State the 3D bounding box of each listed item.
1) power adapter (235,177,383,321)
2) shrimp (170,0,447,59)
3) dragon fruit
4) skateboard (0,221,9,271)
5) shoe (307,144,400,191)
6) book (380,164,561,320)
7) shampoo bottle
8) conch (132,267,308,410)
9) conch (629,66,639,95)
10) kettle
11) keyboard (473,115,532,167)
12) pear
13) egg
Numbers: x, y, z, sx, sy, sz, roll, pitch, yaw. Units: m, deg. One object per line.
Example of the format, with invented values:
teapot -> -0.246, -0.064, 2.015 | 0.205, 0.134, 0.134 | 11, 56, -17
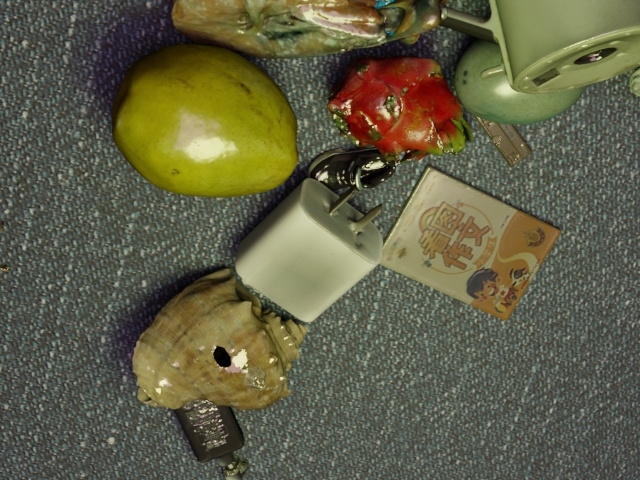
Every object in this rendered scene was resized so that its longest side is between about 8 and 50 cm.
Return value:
power adapter -> 0.000, 0.000, 1.767 | 0.187, 0.124, 0.255 | 35, 121, -19
shrimp -> -0.025, -0.358, 1.578 | 0.445, 0.221, 0.110 | 0, 75, 16
dragon fruit -> 0.134, -0.205, 1.720 | 0.200, 0.198, 0.269 | -32, 133, 6
skateboard -> -0.563, 0.013, 1.793 | 0.064, 0.032, 0.083 | 27, 108, -26
shoe -> 0.061, -0.118, 1.778 | 0.169, 0.099, 0.071 | -15, 115, 0
book -> 0.275, 0.009, 1.897 | 0.295, 0.020, 0.208 | 24, 107, -15
shampoo bottle -> -0.217, 0.334, 1.933 | 0.098, 0.071, 0.309 | -21, 112, -2
conch -> -0.166, 0.186, 1.795 | 0.324, 0.186, 0.263 | -20, 89, -40
conch -> 0.633, -0.326, 1.676 | 0.197, 0.368, 0.249 | 26, 136, 6
kettle -> 0.319, -0.425, 1.548 | 0.361, 0.250, 0.377 | -18, 80, 25
keyboard -> 0.327, -0.193, 1.828 | 0.049, 0.015, 0.129 | -39, 110, 3
pear -> -0.181, -0.187, 1.641 | 0.307, 0.253, 0.253 | 14, 109, -14
egg -> 0.342, -0.280, 1.711 | 0.236, 0.169, 0.169 | -7, 112, -2
